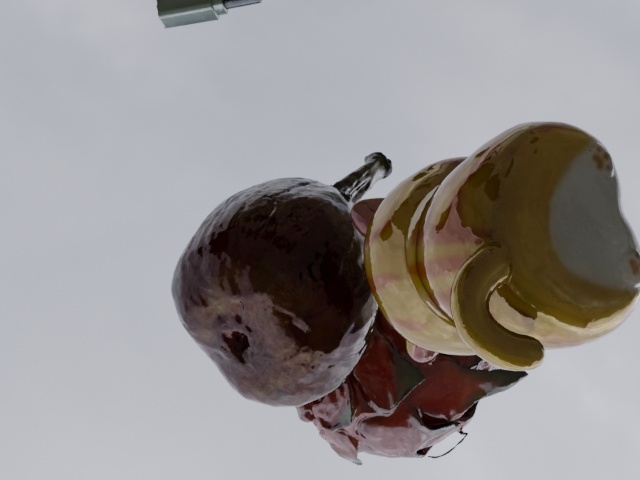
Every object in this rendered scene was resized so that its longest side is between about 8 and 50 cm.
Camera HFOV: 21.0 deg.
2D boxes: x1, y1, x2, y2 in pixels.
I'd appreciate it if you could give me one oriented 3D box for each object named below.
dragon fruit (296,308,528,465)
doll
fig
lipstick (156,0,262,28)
[{"bbox_3d":[0.086,0.117,1.705,0.274,0.193,0.192,-7,-136,-17],"label":"dragon fruit"},{"bbox_3d":[0.129,0.009,1.279,0.162,0.269,0.167,-13,-93,-13],"label":"doll"},{"bbox_3d":[-0.028,0.014,1.534,0.190,0.190,0.290,28,-152,-12],"label":"fig"},{"bbox_3d":[-0.065,-0.177,1.247,0.107,0.025,0.025,-8,-108,9],"label":"lipstick"}]
